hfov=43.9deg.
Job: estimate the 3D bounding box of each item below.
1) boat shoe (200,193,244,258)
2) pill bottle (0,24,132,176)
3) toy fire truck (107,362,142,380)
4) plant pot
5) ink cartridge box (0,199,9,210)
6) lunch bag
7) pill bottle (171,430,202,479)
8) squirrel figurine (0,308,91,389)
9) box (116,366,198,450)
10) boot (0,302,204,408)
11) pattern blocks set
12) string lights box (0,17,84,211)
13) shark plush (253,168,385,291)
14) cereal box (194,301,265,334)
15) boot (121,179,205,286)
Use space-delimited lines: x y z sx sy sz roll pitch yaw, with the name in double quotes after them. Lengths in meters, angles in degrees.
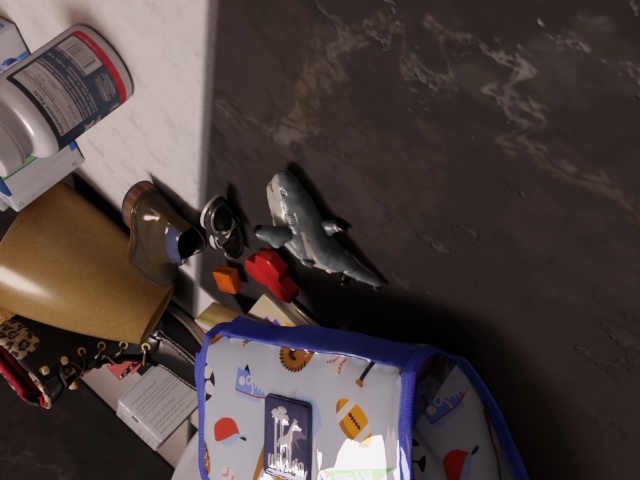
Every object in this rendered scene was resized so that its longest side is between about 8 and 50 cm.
-0.119 -0.014 0.991 0.038 0.046 0.125 37 157 17 "boat shoe"
-0.319 -0.159 0.919 0.108 0.180 0.108 36 153 21 "pill bottle"
-0.395 0.240 1.735 0.047 0.135 0.192 46 116 1 "toy fire truck"
-0.384 0.062 1.343 0.254 0.237 0.237 28 154 0 "plant pot"
-0.777 -0.212 1.684 0.275 0.060 0.238 31 153 28 "ink cartridge box"
0.045 0.265 0.930 0.328 0.239 0.385 3 126 41 "lunch bag"
-0.039 0.428 1.243 0.363 0.210 0.210 32 161 -24 "pill bottle"
-0.605 0.196 1.802 0.397 0.281 0.370 20 152 47 "squirrel figurine"
-0.309 0.315 1.617 0.119 0.182 0.181 43 155 4 "box"
-0.389 0.204 1.431 0.377 0.284 0.138 38 136 15 "boot"
-0.039 0.136 1.117 0.285 0.026 0.325 48 155 -5 "pattern blocks set"
-0.461 -0.182 1.156 0.077 0.133 0.259 30 151 31 "string lights box"
0.000 0.000 0.827 0.161 0.073 0.067 49 125 3 "shark plush"
-0.073 0.206 1.188 0.173 0.047 0.240 16 142 47 "cereal box"
-0.222 0.019 1.157 0.106 0.082 0.219 36 152 26 "boot"
